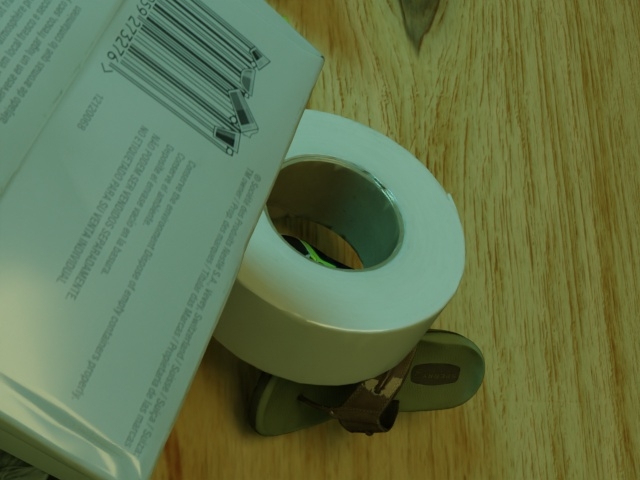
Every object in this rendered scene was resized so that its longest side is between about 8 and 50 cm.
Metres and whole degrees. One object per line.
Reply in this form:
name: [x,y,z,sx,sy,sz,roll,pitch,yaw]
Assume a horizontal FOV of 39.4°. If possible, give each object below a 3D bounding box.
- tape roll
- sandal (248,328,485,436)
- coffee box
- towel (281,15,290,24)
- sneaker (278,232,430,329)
tape roll: [0.000,0.000,0.902,0.286,0.100,0.286,13,47,-14]
sandal: [0.066,0.150,0.940,0.303,0.086,0.120,-2,114,-30]
coffee box: [-0.262,-0.049,0.589,0.338,0.334,0.337,38,52,-24]
towel: [-0.121,-0.231,1.021,0.237,0.021,0.102,1,68,-42]
sneaker: [0.031,0.052,0.993,0.235,0.097,0.084,32,54,-31]
